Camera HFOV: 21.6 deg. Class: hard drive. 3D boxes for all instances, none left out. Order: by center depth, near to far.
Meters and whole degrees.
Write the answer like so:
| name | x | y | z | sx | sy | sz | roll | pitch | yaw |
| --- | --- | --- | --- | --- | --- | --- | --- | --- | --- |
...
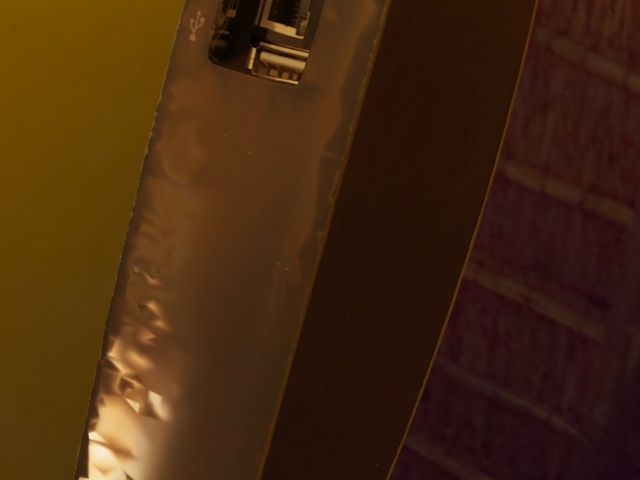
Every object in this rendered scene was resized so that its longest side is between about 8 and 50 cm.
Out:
| name | x | y | z | sx | sy | sz | roll | pitch | yaw |
| --- | --- | --- | --- | --- | --- | --- | --- | --- | --- |
| hard drive | 0.000 | 0.000 | 0.494 | 0.054 | 0.172 | 0.254 | 22 | -70 | 18 |
